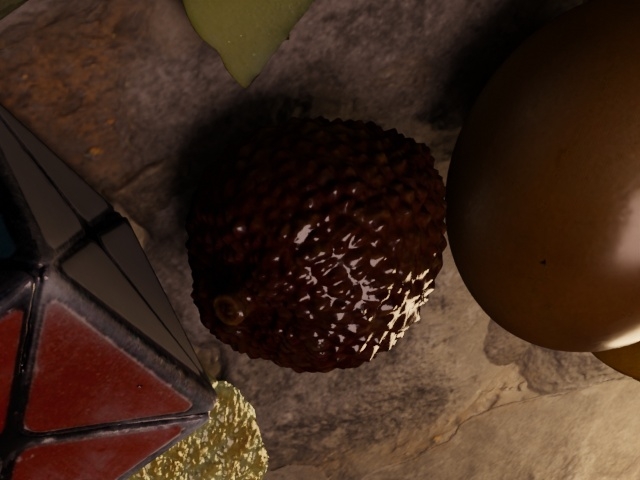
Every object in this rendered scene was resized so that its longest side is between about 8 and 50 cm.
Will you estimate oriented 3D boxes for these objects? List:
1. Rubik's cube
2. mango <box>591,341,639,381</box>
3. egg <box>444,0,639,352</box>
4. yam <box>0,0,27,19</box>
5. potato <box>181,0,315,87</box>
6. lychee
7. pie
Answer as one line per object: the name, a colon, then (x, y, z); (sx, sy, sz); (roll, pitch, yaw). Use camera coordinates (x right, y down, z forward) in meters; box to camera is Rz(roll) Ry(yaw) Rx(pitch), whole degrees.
Rubik's cube: (-0.276, 0.066, 1.207); (0.259, 0.260, 0.255); (-37, 139, 4)
mango: (0.402, 0.076, 1.795); (0.211, 0.173, 0.317); (-40, 147, 3)
egg: (0.265, -0.060, 1.476); (0.283, 0.282, 0.351); (2, 116, -38)
yam: (-0.293, -0.188, 1.043); (0.268, 0.161, 0.161); (-36, 140, -5)
potato: (-0.066, -0.219, 1.267); (0.120, 0.081, 0.149); (28, 129, -16)
lychee: (0.000, 0.000, 1.389); (0.271, 0.236, 0.236); (-27, 142, -41)
pie: (-0.174, 0.241, 1.578); (0.257, 0.105, 0.274); (-50, 140, 0)
